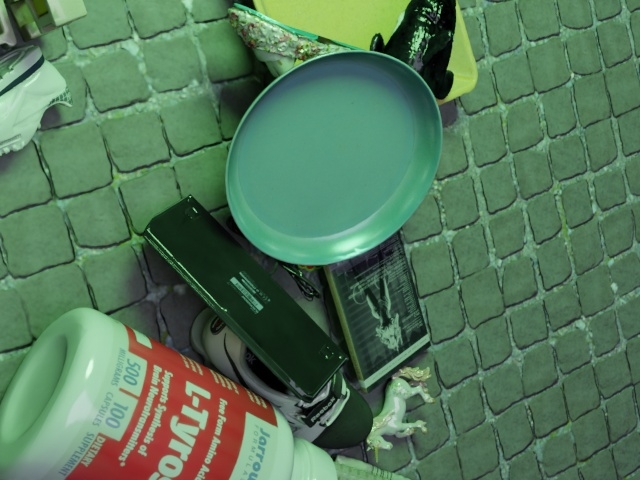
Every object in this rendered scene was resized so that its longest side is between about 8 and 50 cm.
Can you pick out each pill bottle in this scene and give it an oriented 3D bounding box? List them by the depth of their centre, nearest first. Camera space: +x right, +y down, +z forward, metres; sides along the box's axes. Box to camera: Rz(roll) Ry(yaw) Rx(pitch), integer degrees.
[{"bbox_3d":[-0.185,0.269,1.223,0.408,0.229,0.229,32,77,-28],"label":"pill bottle"}]

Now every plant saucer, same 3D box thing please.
[{"bbox_3d":[0.016,-0.112,1.306,0.318,0.043,0.317,-13,124,-20],"label":"plant saucer"},{"bbox_3d":[0.046,-0.326,1.403,0.333,0.081,0.332,-27,107,-26],"label":"plant saucer"}]

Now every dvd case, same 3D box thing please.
[{"bbox_3d":[0.089,0.098,1.471,0.164,0.018,0.221,-30,109,-41],"label":"dvd case"}]

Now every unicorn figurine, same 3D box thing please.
[{"bbox_3d":[0.121,0.274,1.509,0.111,0.060,0.161,16,69,-30],"label":"unicorn figurine"}]

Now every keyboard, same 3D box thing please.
[{"bbox_3d":[-0.086,0.062,1.297,0.317,0.033,0.201,47,36,2],"label":"keyboard"}]

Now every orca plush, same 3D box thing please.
[{"bbox_3d":[0.173,-0.282,1.375,0.151,0.102,0.287,42,73,-26],"label":"orca plush"}]

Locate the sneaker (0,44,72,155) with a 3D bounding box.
[{"bbox_3d":[-0.403,-0.132,1.154,0.235,0.090,0.094,-43,129,-17],"label":"sneaker"}]

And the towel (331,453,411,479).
[{"bbox_3d":[0.059,0.508,1.495,0.324,0.056,0.312,25,84,-32],"label":"towel"}]

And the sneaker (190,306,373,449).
[{"bbox_3d":[-0.028,0.212,1.362,0.330,0.146,0.122,37,74,-29],"label":"sneaker"}]

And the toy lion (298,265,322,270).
[{"bbox_3d":[0.000,0.000,1.430,0.100,0.034,0.096,12,94,-31],"label":"toy lion"}]

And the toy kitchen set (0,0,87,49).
[{"bbox_3d":[-0.401,-0.269,1.093,0.207,0.166,0.122,-30,108,-26],"label":"toy kitchen set"}]

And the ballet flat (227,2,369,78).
[{"bbox_3d":[-0.019,-0.241,1.278,0.241,0.091,0.077,14,100,-28],"label":"ballet flat"}]
